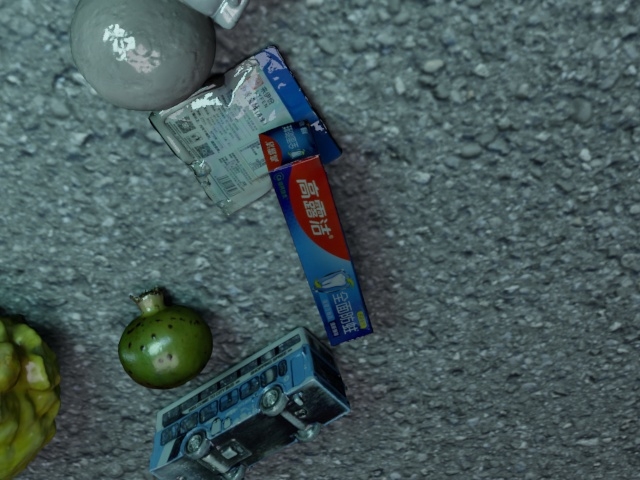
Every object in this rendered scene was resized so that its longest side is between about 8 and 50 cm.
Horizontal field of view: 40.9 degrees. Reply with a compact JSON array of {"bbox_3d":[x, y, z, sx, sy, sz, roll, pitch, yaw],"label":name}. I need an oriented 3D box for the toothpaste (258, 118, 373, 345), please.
[{"bbox_3d":[0.000,0.001,1.063,0.066,0.076,0.320,-19,133,1],"label":"toothpaste"}]

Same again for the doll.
[{"bbox_3d":[-0.116,-0.250,0.827,0.287,0.151,0.151,-41,123,20],"label":"doll"}]

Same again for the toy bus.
[{"bbox_3d":[-0.106,0.252,1.237,0.297,0.131,0.106,-33,125,17],"label":"toy bus"}]

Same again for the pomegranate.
[{"bbox_3d":[-0.207,0.136,1.148,0.130,0.130,0.130,-4,129,-4],"label":"pomegranate"}]

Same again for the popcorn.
[{"bbox_3d":[-0.462,0.214,1.112,0.252,0.215,0.286,-7,133,-10],"label":"popcorn"}]

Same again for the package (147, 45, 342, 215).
[{"bbox_3d":[-0.084,-0.122,1.006,0.173,0.027,0.171,-27,125,11],"label":"package"}]
